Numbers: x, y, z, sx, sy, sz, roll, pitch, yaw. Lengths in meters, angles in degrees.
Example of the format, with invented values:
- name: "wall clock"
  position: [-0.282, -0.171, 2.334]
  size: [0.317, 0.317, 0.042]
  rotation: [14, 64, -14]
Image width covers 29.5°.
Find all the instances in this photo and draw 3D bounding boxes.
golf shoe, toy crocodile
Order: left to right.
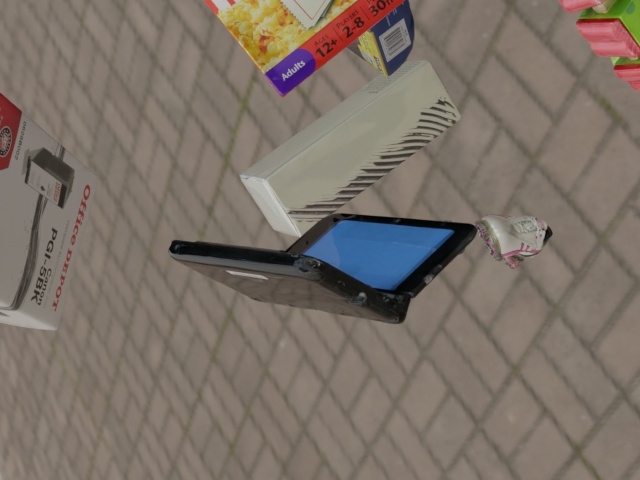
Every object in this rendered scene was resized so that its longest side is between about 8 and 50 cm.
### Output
- name: "golf shoe"
  position: [0.273, -0.012, 1.712]
  size: [0.086, 0.186, 0.067]
  rotation: [-34, 73, 15]
- name: "toy crocodile"
  position: [0.292, -0.227, 1.187]
  size: [0.340, 0.105, 0.115]
  rotation: [44, 165, -22]

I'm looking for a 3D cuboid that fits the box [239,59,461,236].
- name: "box"
  position: [0.039, -0.122, 1.583]
  size: [0.094, 0.275, 0.113]
  rotation: [57, 167, -16]

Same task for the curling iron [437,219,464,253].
- name: "curling iron"
  position: [0.109, 0.023, 1.750]
  size: [0.035, 0.274, 0.068]
  rotation: [4, 105, 49]

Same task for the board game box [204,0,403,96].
- name: "board game box"
  position: [-0.028, -0.209, 0.751]
  size: [0.193, 0.146, 0.045]
  rotation: [49, -175, -24]

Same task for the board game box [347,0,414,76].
- name: "board game box"
  position: [-0.005, -0.260, 1.019]
  size: [0.194, 0.060, 0.194]
  rotation: [43, 167, 37]

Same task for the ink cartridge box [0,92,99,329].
- name: "ink cartridge box"
  position: [-0.178, -0.016, 0.650]
  size: [0.056, 0.135, 0.099]
  rotation: [9, 76, 16]

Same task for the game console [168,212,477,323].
- name: "game console"
  position: [0.000, 0.000, 0.648]
  size: [0.122, 0.107, 0.071]
  rotation: [5, 71, 48]
